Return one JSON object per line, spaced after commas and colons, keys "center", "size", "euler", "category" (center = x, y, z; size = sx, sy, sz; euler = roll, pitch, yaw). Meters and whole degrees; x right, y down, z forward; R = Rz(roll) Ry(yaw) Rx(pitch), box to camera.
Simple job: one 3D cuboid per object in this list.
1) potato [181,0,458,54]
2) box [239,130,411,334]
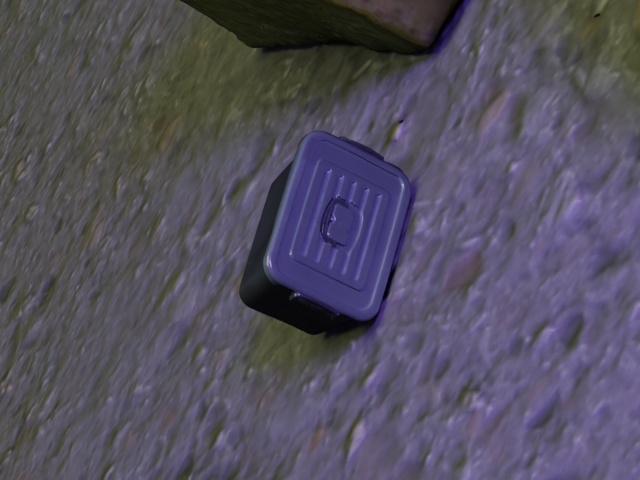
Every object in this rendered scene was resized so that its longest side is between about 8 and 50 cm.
{"center": [-0.005, -0.302, 1.442], "size": [0.280, 0.213, 0.330], "euler": [-63, 26, -5], "category": "potato"}
{"center": [0.000, 0.000, 1.261], "size": [0.069, 0.084, 0.122], "euler": [-38, 31, 58], "category": "box"}
